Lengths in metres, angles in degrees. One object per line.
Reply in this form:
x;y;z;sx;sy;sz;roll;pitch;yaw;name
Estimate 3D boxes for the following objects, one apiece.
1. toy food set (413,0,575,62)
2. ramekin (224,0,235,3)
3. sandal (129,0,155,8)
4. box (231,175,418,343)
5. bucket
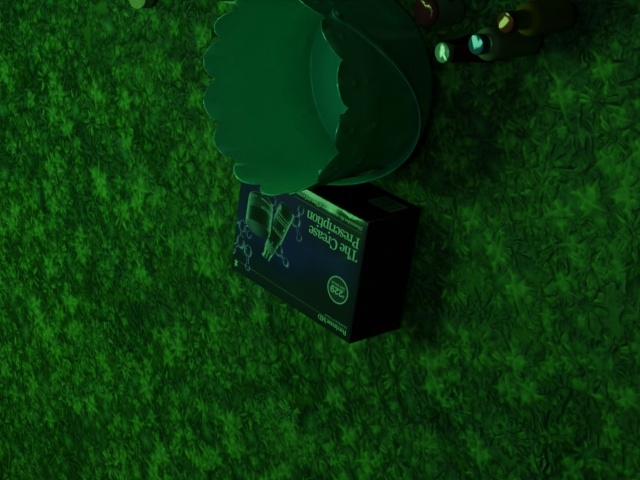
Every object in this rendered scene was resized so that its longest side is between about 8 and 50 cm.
0.174;-0.270;1.598;0.232;0.104;0.111;38;127;37;toy food set
-0.156;-0.438;1.930;0.207;0.109;0.207;16;112;45;ramekin
-0.321;-0.482;2.131;0.088;0.079;0.240;-9;93;50;sandal
0.000;0.000;1.880;0.261;0.103;0.184;30;124;41;box
0.000;-0.198;1.760;0.281;0.183;0.281;18;114;46;bucket
